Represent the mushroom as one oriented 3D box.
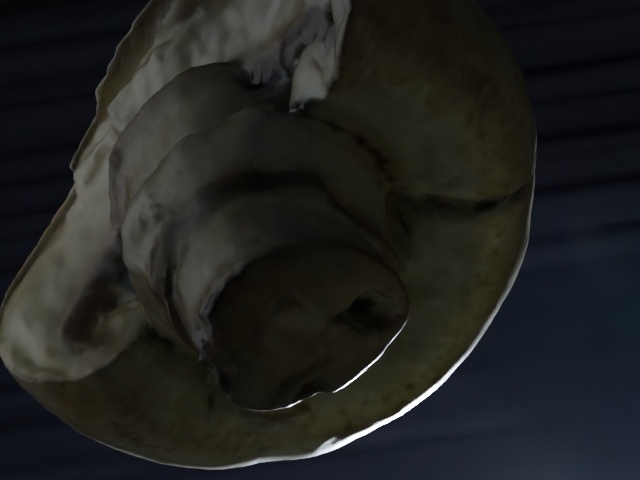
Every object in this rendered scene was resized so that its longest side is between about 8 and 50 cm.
[{"bbox_3d":[0.000,0.000,0.755,0.254,0.189,0.195,-56,-148,17],"label":"mushroom"}]
